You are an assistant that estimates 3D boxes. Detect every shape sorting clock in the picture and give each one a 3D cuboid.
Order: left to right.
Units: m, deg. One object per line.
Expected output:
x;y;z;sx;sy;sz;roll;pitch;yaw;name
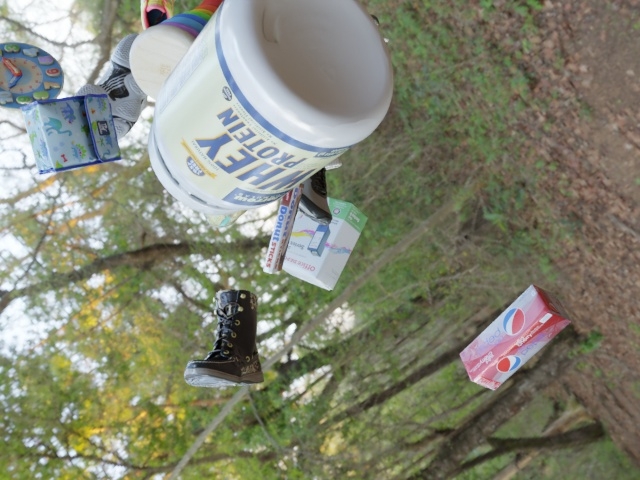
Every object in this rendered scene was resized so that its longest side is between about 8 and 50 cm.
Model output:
-0.723;-0.395;1.542;0.206;0.206;0.040;54;152;13;shape sorting clock

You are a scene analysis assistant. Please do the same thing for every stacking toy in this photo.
-0.235;-0.382;1.218;0.141;0.141;0.330;52;-152;-24;stacking toy

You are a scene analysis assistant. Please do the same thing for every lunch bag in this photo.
-0.442;-0.195;1.172;0.096;0.151;0.129;1;105;44;lunch bag

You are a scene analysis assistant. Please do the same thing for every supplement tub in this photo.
-0.084;-0.180;0.871;0.235;0.235;0.324;53;142;-6;supplement tub

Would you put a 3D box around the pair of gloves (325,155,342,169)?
-0.063;-0.268;1.523;0.042;0.239;0.204;66;-154;-79;pair of gloves

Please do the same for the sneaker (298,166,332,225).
-0.028;-0.149;1.373;0.100;0.108;0.272;28;-146;-51;sneaker

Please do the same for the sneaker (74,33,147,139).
-0.496;-0.307;1.528;0.137;0.366;0.210;29;147;-15;sneaker

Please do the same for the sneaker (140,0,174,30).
-0.339;-0.509;1.353;0.094;0.081;0.209;-111;20;-68;sneaker

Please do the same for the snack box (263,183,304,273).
-0.071;-0.026;1.248;0.022;0.179;0.064;17;-173;13;snack box

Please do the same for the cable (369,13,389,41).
0.030;-0.512;1.586;0.287;0.140;0.072;19;-154;-4;cable

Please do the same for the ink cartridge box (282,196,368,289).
0.000;0.000;1.637;0.154;0.213;0.093;19;169;39;ink cartridge box

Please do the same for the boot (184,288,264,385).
-0.281;0.288;1.916;0.377;0.138;0.285;27;-123;-63;boot

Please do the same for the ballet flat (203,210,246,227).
-0.196;-0.166;1.327;0.123;0.123;0.349;50;-154;-44;ballet flat

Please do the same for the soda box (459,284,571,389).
0.448;0.228;1.502;0.083;0.263;0.092;22;-148;-28;soda box
